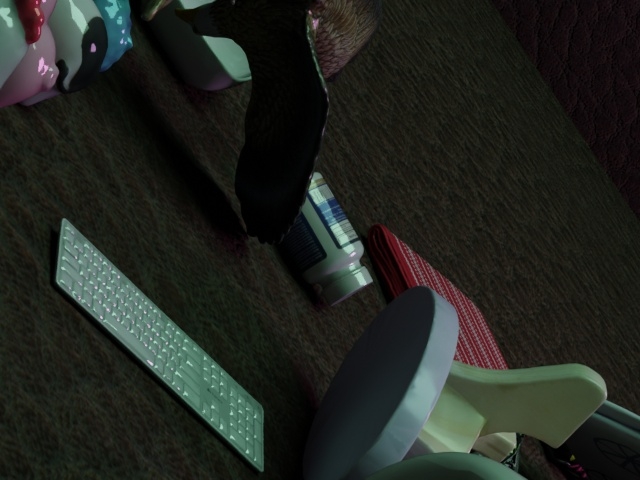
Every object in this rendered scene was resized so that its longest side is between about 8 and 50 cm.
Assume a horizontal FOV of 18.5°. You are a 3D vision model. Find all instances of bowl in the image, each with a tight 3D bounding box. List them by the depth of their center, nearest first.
[{"bbox_3d":[-0.123,-0.208,1.935,0.142,0.053,0.142,58,16,-3],"label":"bowl"}]

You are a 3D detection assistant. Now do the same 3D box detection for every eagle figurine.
[{"bbox_3d":[-0.035,-0.176,1.761,0.225,0.226,0.298,48,-11,51],"label":"eagle figurine"}]

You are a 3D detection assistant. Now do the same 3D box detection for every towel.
[{"bbox_3d":[0.147,0.106,2.202,0.275,0.031,0.199,39,23,-53],"label":"towel"}]

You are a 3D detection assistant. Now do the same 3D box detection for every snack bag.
[{"bbox_3d":[0.418,0.290,2.141,0.323,0.037,0.342,22,-20,33],"label":"snack bag"}]

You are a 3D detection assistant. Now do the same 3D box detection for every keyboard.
[{"bbox_3d":[-0.119,0.084,1.500,0.256,0.014,0.072,47,20,-34],"label":"keyboard"}]

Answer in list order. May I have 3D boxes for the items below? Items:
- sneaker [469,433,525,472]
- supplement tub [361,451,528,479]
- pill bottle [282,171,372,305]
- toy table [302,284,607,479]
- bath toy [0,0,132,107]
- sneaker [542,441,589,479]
[{"bbox_3d":[0.176,0.211,2.011,0.067,0.078,0.188,40,24,-43],"label":"sneaker"},{"bbox_3d":[0.138,0.328,1.420,0.325,0.235,0.235,46,21,-35],"label":"supplement tub"},{"bbox_3d":[0.000,0.000,1.896,0.120,0.067,0.067,60,17,4],"label":"pill bottle"},{"bbox_3d":[0.098,0.166,1.643,0.161,0.252,0.274,37,32,-11],"label":"toy table"},{"bbox_3d":[-0.223,-0.174,1.456,0.151,0.129,0.348,57,17,-7],"label":"bath toy"},{"bbox_3d":[0.310,0.256,2.350,0.170,0.063,0.075,53,16,-2],"label":"sneaker"}]
